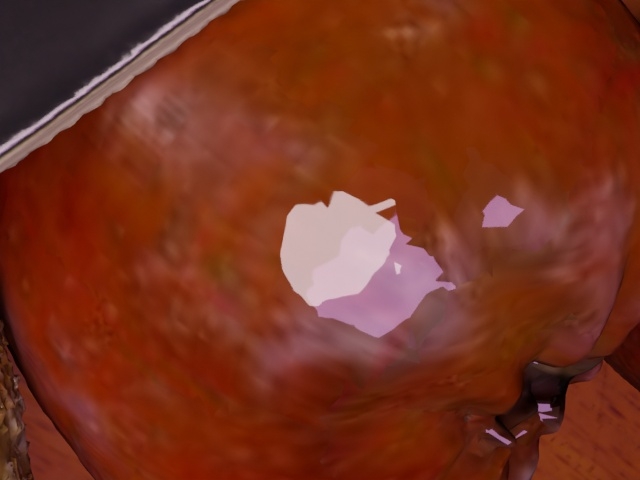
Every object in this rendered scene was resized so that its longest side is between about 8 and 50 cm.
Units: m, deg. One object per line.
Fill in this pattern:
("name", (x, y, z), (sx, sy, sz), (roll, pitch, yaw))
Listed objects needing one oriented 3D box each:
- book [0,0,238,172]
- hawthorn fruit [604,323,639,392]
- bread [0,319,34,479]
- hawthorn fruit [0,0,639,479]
("book", (-0.116, -0.241, 0.438), (0.262, 0.028, 0.374), (-37, 91, 3))
("hawthorn fruit", (0.231, 0.001, 0.684), (0.215, 0.215, 0.249), (-46, 148, 8))
("bread", (-0.214, 0.045, 0.519), (0.159, 0.305, 0.305), (-32, 125, -32))
("hawthorn fruit", (0.000, 0.000, 0.556), (0.284, 0.284, 0.284), (-7, 118, -14))
